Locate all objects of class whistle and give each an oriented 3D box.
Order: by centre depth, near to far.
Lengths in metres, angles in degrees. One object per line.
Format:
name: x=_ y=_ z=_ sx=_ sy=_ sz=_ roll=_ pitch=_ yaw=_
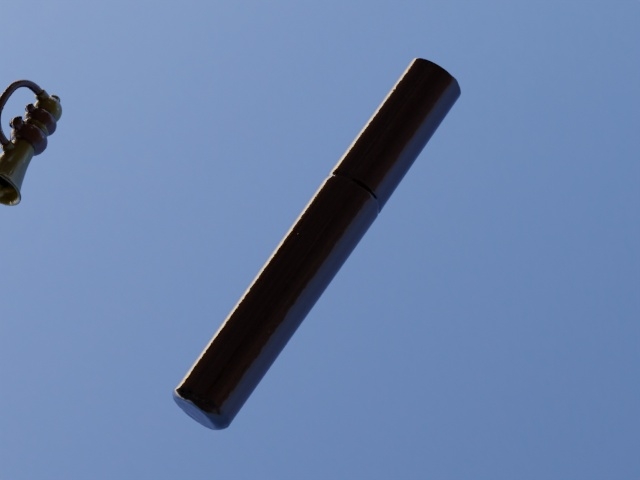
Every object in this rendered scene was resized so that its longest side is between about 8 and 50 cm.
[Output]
whistle: x=-0.259 y=-0.089 z=1.637 sx=0.057 sy=0.046 sz=0.109 roll=30 pitch=-121 yaw=-14

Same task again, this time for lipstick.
lipstick: x=0.000 y=0.000 z=1.570 sx=0.057 sy=0.057 sz=0.357 roll=25 pitch=-111 yaw=31
